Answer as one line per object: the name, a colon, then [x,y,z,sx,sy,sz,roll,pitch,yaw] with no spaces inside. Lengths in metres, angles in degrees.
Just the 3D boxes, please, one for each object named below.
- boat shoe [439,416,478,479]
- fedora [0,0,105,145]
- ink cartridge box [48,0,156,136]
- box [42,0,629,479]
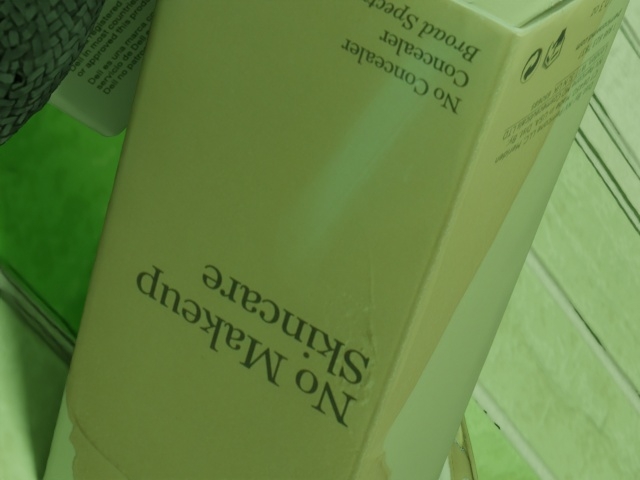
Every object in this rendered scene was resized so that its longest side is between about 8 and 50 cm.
boat shoe: [0.042,0.175,0.940,0.103,0.113,0.302,15,67,-45]
fedora: [-0.151,-0.116,0.577,0.334,0.334,0.152,28,19,-47]
ink cartridge box: [-0.128,-0.197,0.729,0.278,0.201,0.117,33,13,-44]
box: [0.000,0.000,0.769,0.121,0.148,0.311,-37,150,-51]
